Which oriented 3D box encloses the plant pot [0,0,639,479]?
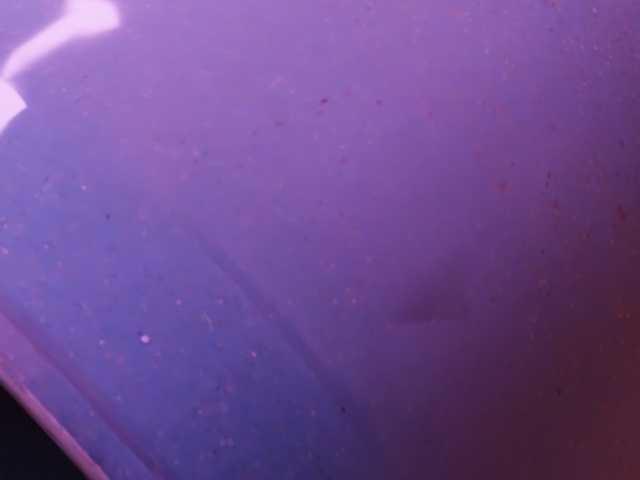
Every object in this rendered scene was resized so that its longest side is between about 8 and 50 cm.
[{"bbox_3d":[0.000,0.000,0.515,0.255,0.271,0.272,-42,29,-25],"label":"plant pot"}]
